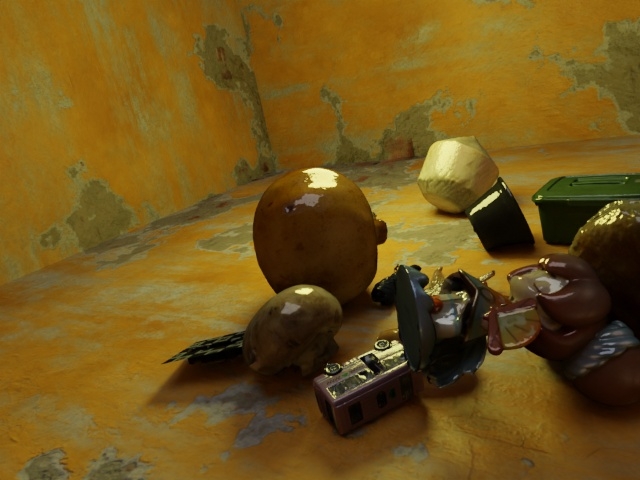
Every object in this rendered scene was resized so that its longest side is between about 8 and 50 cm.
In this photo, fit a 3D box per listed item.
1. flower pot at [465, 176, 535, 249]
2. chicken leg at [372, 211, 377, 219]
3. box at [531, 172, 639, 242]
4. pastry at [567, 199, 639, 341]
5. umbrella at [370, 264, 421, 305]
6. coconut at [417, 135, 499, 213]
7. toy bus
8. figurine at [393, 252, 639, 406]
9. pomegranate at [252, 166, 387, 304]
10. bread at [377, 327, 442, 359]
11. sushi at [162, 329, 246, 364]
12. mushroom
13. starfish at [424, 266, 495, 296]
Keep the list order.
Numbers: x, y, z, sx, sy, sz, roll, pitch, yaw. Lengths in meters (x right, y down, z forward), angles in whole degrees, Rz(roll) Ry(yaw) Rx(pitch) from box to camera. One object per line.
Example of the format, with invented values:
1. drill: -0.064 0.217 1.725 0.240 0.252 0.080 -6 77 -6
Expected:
1. flower pot: 0.551 -0.062 1.502 0.148 0.235 0.235 -29 13 17
2. chicken leg: 0.153 -0.085 2.031 0.197 0.069 0.085 -8 41 34
3. box: 0.831 -0.092 1.423 0.328 0.178 0.252 3 21 43
4. pastry: 0.596 0.077 0.869 0.136 0.330 0.329 -32 24 -23
5. umbrella: 0.218 0.119 1.364 0.070 0.071 0.248 0 17 33
6. coconut: 0.554 -0.281 1.930 0.328 0.329 0.329 -11 18 3
7. toy bus: 0.093 0.273 0.907 0.198 0.096 0.108 -21 24 -19
8. figurine: 0.340 0.148 0.840 0.387 0.249 0.277 -6 20 -3
9. pomegranate: 0.000 0.000 1.373 0.415 0.418 0.417 -11 18 3
10. bread: 0.215 0.215 1.003 0.189 0.078 0.114 -12 -17 10
11. sushi: -0.249 0.279 1.182 0.214 0.051 0.192 -15 1 12
12. mushroom: -0.062 0.209 1.057 0.254 0.184 0.255 -35 -5 -4
13. starfish: 0.345 0.128 1.270 0.231 0.048 0.295 -15 13 27
